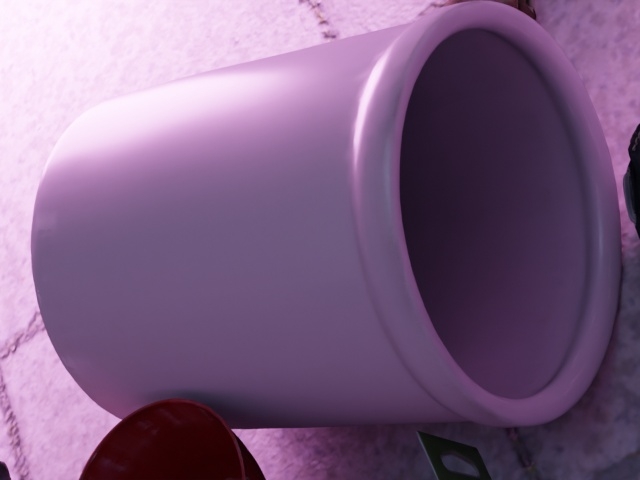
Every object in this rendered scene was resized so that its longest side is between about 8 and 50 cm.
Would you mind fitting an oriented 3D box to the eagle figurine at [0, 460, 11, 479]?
[{"bbox_3d":[-0.268,0.335,1.575,0.225,0.226,0.298,-11,78,-7],"label":"eagle figurine"}]

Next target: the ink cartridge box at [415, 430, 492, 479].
[{"bbox_3d":[0.117,0.259,1.355,0.062,0.109,0.209,-36,60,21],"label":"ink cartridge box"}]

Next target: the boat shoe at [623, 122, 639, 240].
[{"bbox_3d":[0.314,0.030,1.331,0.114,0.091,0.302,-4,59,-11],"label":"boat shoe"}]

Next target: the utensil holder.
[{"bbox_3d":[0.000,0.000,1.432,0.385,0.328,0.327,-9,66,37],"label":"utensil holder"}]

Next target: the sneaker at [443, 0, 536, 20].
[{"bbox_3d":[0.152,-0.195,1.564,0.071,0.066,0.188,18,83,40],"label":"sneaker"}]

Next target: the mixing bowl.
[{"bbox_3d":[-0.103,0.227,1.391,0.181,0.098,0.181,-18,58,31],"label":"mixing bowl"}]

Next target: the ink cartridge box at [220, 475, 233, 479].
[{"bbox_3d":[-0.053,0.386,1.432,0.223,0.129,0.307,30,90,41],"label":"ink cartridge box"}]
